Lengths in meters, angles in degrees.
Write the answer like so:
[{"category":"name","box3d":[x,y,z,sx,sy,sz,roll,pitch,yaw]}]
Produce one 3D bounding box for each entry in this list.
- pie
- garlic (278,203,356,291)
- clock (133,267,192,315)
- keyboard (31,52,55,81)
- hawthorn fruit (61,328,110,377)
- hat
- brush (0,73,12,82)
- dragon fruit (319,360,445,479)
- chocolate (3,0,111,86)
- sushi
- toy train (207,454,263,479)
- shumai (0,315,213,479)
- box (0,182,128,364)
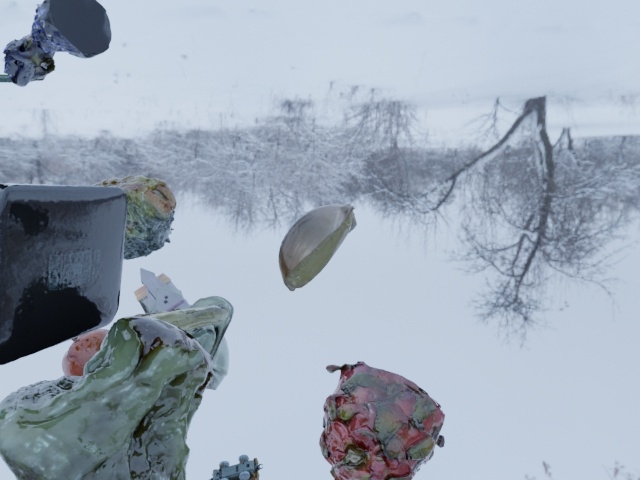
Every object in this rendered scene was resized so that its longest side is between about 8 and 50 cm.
[{"category":"pie","box3d":[-0.436,0.237,1.295,0.338,0.075,0.337,-9,177,0]},{"category":"garlic","box3d":[-0.011,-0.002,0.850,0.087,0.195,0.101,38,-171,-39]},{"category":"clock","box3d":[-0.701,0.271,1.964,0.166,0.235,0.309,-36,-111,-24]},{"category":"keyboard","box3d":[-0.692,-0.511,1.132,0.072,0.231,0.023,8,166,27]},{"category":"hawthorn fruit","box3d":[-0.688,0.363,1.362,0.211,0.299,0.211,-40,-176,4]},{"category":"hat","box3d":[-0.371,0.337,1.527,0.258,0.301,0.168,40,-164,35]},{"category":"brush","box3d":[-0.788,-0.417,1.140,0.083,0.018,0.021,-15,-130,-33]},{"category":"dragon fruit","box3d":[0.116,0.489,1.071,0.315,0.296,0.263,13,-139,25]},{"category":"chocolate","box3d":[-0.596,-0.408,0.943,0.344,0.148,0.126,-6,166,33]},{"category":"sushi","box3d":[-0.488,-0.056,1.088,0.275,0.184,0.139,-5,-147,13]},{"category":"toy train","box3d":[-0.322,0.911,1.705,0.220,0.127,0.089,-15,-148,-5]},{"category":"shumai","box3d":[-0.350,0.321,0.852,0.397,0.323,0.324,40,163,-15]},{"category":"box","box3d":[-0.466,0.043,0.792,0.073,0.289,0.289,11,-171,15]}]
